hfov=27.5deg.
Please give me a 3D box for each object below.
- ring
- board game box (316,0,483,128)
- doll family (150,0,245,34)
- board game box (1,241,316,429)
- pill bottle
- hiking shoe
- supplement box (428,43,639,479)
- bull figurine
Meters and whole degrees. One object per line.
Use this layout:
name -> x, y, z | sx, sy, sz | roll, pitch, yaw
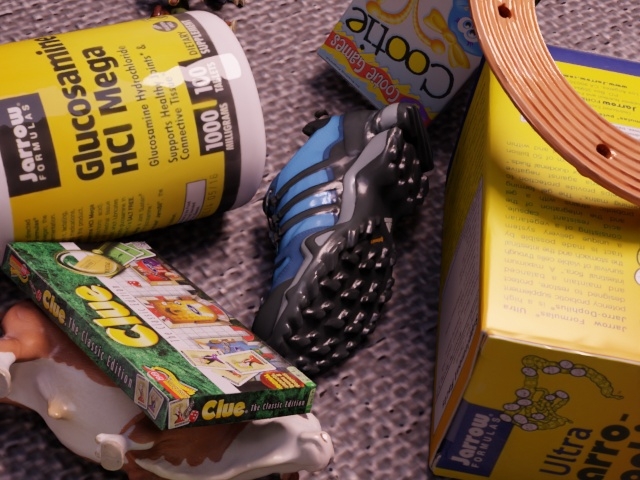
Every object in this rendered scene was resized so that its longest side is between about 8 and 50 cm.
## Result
ring -> 0.269, -0.159, 1.106 | 0.336, 0.032, 0.337 | 13, 57, -21
board game box -> 0.136, -0.252, 1.289 | 0.142, 0.275, 0.144 | 42, 52, 2
doll family -> -0.137, -0.294, 1.437 | 0.111, 0.076, 0.193 | 9, 42, 3
board game box -> -0.132, 0.066, 1.021 | 0.136, 0.030, 0.259 | -4, 27, -40
pill bottle -> -0.232, -0.084, 1.144 | 0.334, 0.188, 0.188 | -15, 53, -23
hiking shoe -> 0.000, 0.000, 1.193 | 0.132, 0.113, 0.304 | 2, 46, 33
supplement box -> 0.214, 0.020, 1.133 | 0.195, 0.194, 0.356 | 10, 48, -2
bull figurine -> -0.148, 0.137, 1.003 | 0.310, 0.101, 0.188 | 21, 18, 18
